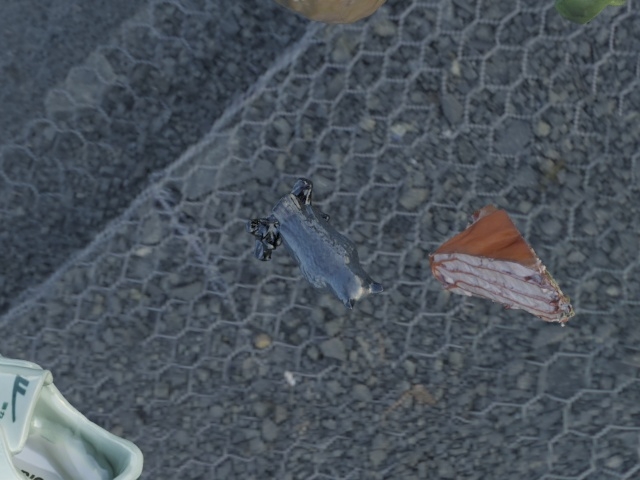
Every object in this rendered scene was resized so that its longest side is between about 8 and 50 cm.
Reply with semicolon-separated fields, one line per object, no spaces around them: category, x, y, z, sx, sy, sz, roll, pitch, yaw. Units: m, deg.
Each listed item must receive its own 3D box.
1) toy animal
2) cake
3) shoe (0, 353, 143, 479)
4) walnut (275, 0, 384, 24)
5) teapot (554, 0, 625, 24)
toy animal;0.002;0.000;1.430;0.121;0.117;0.210;-36;50;-22
cake;0.229;0.040;1.329;0.135;0.287;0.098;-26;110;-5
shoe;-0.319;0.149;0.918;0.363;0.132;0.160;35;127;-14
walnut;0.011;-0.418;1.362;0.227;0.273;0.273;9;84;5
teapot;0.405;-0.389;1.322;0.239;0.239;0.321;-51;33;39
